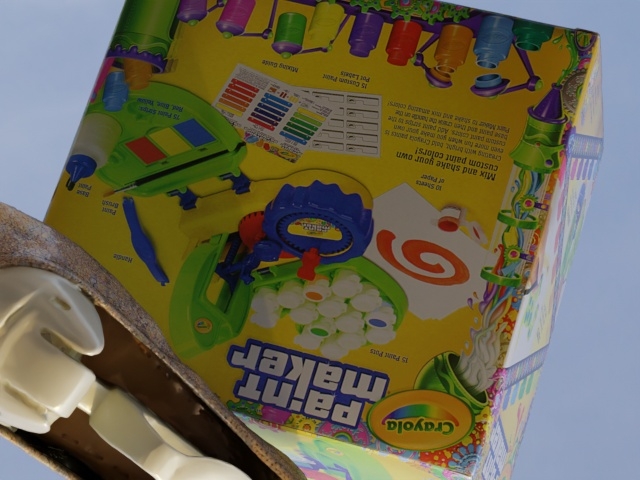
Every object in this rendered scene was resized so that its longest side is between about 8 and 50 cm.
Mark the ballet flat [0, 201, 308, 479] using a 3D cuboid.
[{"bbox_3d":[-0.113,0.081,1.013,0.107,0.316,0.106,-53,-160,0],"label":"ballet flat"}]

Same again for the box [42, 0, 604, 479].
[{"bbox_3d":[0.000,0.000,1.203,0.290,0.177,0.279,14,-107,14],"label":"box"}]
